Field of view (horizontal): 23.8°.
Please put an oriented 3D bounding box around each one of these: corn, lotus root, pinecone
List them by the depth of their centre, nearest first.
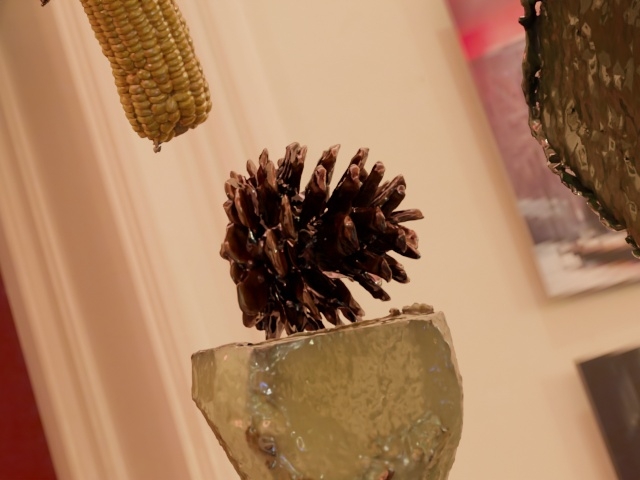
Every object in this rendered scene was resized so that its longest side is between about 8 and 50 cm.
[{"bbox_3d":[0.020,0.106,0.808,0.143,0.144,0.070,-19,2,-25],"label":"lotus root"},{"bbox_3d":[0.000,0.000,1.412,0.207,0.208,0.208,-17,-15,-5],"label":"pinecone"},{"bbox_3d":[-0.198,-0.240,1.586,0.102,0.102,0.313,-19,-55,2],"label":"corn"}]

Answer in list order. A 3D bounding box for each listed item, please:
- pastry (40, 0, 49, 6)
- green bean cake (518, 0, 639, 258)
[{"bbox_3d":[-0.368,-0.478,2.044,0.405,0.292,0.337,-18,-1,33],"label":"pastry"},{"bbox_3d":[0.199,-0.118,0.787,0.132,0.241,0.255,-8,26,-13],"label":"green bean cake"}]
